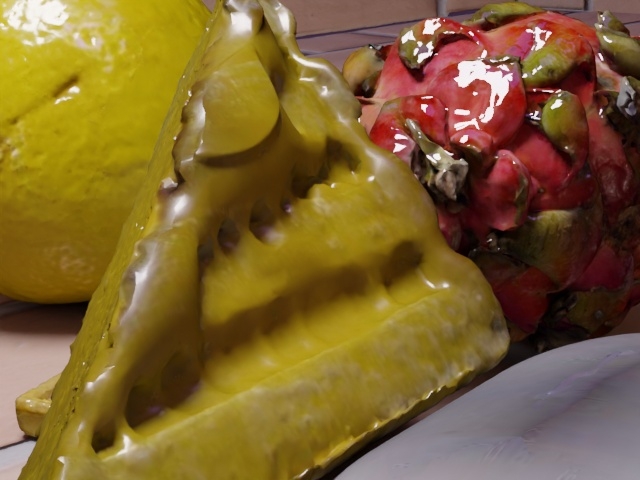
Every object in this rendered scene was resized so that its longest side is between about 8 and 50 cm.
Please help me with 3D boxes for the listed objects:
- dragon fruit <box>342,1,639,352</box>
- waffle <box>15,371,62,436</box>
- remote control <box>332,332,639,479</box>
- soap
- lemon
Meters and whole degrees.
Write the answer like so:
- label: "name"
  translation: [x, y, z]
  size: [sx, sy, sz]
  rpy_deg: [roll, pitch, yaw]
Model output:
- label: "dragon fruit"
  translation: [0.128, -0.055, 0.805]
  size: [0.291, 0.250, 0.269]
  rpy_deg: [3, 13, -33]
- label: "waffle"
  translation: [-0.118, 0.095, 0.785]
  size: [0.125, 0.032, 0.191]
  rpy_deg: [4, 20, 28]
- label: "remote control"
  translation: [0.133, 0.121, 0.526]
  size: [0.221, 0.103, 0.332]
  rpy_deg: [3, 19, 44]
- label: "soap"
  translation: [-0.097, 0.013, 0.591]
  size: [0.339, 0.304, 0.169]
  rpy_deg: [-22, -19, -46]
- label: "lemon"
  translation: [-0.223, -0.110, 0.972]
  size: [0.348, 0.347, 0.348]
  rpy_deg: [-4, 18, 1]
